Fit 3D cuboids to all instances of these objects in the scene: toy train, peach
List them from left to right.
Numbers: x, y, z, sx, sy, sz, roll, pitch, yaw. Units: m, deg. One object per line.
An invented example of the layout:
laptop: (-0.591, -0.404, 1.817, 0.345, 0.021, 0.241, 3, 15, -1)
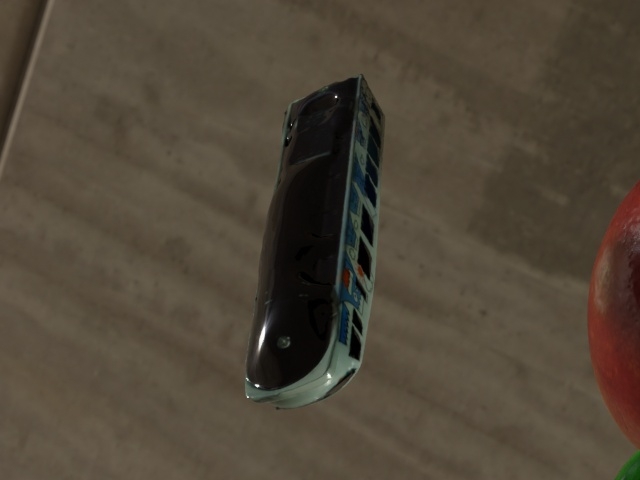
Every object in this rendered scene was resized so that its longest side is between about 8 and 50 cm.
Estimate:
toy train: (0.000, 0.000, 0.604, 0.047, 0.043, 0.207, 57, -156, -31)
peach: (0.188, 0.034, 0.654, 0.118, 0.151, 0.151, 43, -172, -31)

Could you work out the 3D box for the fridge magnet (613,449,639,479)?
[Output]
fridge magnet: (0.270, 0.205, 0.854, 0.208, 0.208, 0.088, 25, 172, 9)
